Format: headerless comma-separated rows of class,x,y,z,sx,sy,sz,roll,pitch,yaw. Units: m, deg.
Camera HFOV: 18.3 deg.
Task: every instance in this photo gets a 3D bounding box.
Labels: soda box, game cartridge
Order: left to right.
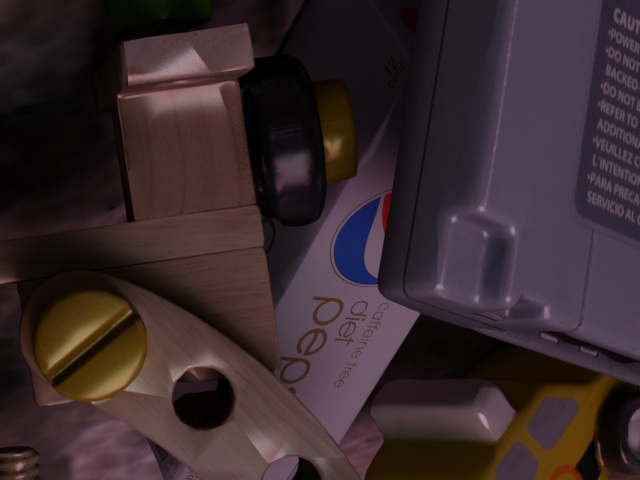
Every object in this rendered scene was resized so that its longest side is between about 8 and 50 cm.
soda box,0.000,0.000,0.765,0.069,0.074,0.216,6,127,-35
game cartridge,0.138,-0.044,0.727,0.062,0.198,0.297,-5,163,41

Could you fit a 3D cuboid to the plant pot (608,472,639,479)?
plant pot,0.125,0.186,1.000,0.237,0.110,0.237,-17,138,-16

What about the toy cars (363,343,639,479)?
toy cars,-0.023,0.149,0.849,0.393,0.176,0.087,-32,115,2

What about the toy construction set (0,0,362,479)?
toy construction set,-0.105,0.028,0.614,0.257,0.237,0.309,0,-176,16
